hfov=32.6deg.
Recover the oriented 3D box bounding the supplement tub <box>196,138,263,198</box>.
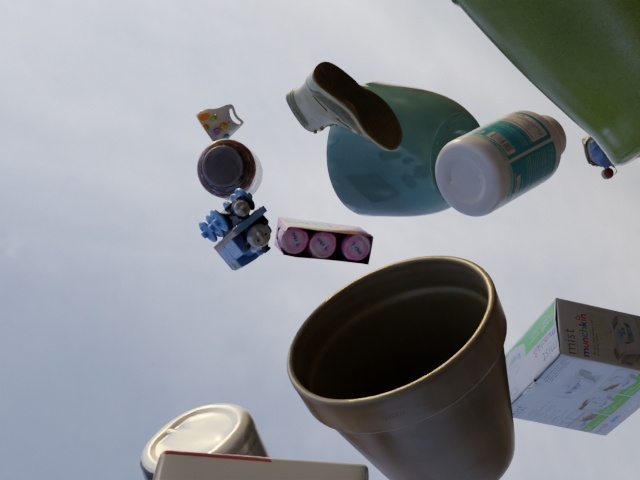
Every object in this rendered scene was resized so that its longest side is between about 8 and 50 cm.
[{"bbox_3d":[-0.160,-0.124,1.926,0.106,0.106,0.198,52,-178,2],"label":"supplement tub"}]

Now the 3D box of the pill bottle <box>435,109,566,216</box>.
[{"bbox_3d":[0.340,-0.150,1.993,0.264,0.146,0.146,-26,-103,-41],"label":"pill bottle"}]

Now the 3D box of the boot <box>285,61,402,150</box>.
[{"bbox_3d":[0.042,-0.232,2.060,0.213,0.165,0.077,40,-115,-11],"label":"boot"}]

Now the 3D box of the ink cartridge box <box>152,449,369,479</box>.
[{"bbox_3d":[-0.073,0.460,1.485,0.384,0.279,0.160,86,-172,-46],"label":"ink cartridge box"}]

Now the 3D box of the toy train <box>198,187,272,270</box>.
[{"bbox_3d":[-0.127,-0.016,1.725,0.105,0.080,0.184,50,161,-3],"label":"toy train"}]

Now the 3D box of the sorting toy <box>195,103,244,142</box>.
[{"bbox_3d":[-0.197,-0.236,2.209,0.083,0.075,0.045,55,-178,-29],"label":"sorting toy"}]

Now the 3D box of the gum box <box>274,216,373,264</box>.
[{"bbox_3d":[0.000,0.000,2.207,0.188,0.062,0.107,6,-171,-13],"label":"gum box"}]

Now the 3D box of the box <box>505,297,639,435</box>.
[{"bbox_3d":[0.484,0.243,2.030,0.231,0.262,0.127,12,-126,-10],"label":"box"}]

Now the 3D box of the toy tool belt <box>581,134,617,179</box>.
[{"bbox_3d":[0.465,-0.139,1.796,0.083,0.052,0.051,62,168,-6],"label":"toy tool belt"}]

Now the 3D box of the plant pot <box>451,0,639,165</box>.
[{"bbox_3d":[0.358,-0.291,1.296,0.353,0.366,0.366,59,-155,6],"label":"plant pot"}]

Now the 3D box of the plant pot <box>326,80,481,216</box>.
[{"bbox_3d":[0.196,-0.181,2.263,0.293,0.235,0.293,-10,-75,-43],"label":"plant pot"}]

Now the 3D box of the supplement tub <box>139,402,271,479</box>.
[{"bbox_3d":[-0.153,0.466,1.865,0.207,0.207,0.338,-72,-36,-62],"label":"supplement tub"}]

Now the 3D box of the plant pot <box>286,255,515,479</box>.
[{"bbox_3d":[0.152,0.227,1.607,0.323,0.323,0.280,-81,-33,-59],"label":"plant pot"}]
